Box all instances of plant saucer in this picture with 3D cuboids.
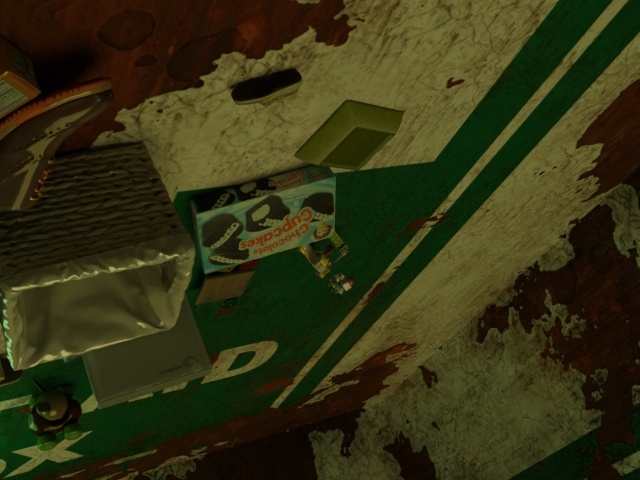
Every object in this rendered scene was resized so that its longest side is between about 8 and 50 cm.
[{"bbox_3d":[0.070,-0.212,1.773,0.188,0.045,0.188,2,145,-45],"label":"plant saucer"}]

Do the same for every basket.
[{"bbox_3d":[-0.435,0.026,1.515,0.331,0.267,0.328,-12,154,-24],"label":"basket"}]

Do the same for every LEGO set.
[{"bbox_3d":[0.000,0.000,2.081,0.107,0.132,0.287,-39,128,-7],"label":"LEGO set"}]

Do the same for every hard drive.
[{"bbox_3d":[-0.389,0.142,1.686,0.232,0.353,0.047,-15,156,-21],"label":"hard drive"}]

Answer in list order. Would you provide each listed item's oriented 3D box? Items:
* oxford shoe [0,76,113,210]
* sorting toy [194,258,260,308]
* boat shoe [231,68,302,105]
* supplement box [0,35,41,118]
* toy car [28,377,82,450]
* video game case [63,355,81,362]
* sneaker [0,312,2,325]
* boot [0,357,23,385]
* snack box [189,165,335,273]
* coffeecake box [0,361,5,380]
[{"bbox_3d":[-0.456,-0.128,1.279,0.363,0.133,0.130,-30,-166,9],"label":"oxford shoe"},{"bbox_3d":[-0.250,0.099,2.112,0.132,0.046,0.274,-11,153,-29],"label":"sorting toy"},{"bbox_3d":[-0.096,-0.268,1.494,0.135,0.050,0.045,-18,150,-15],"label":"boat shoe"},{"bbox_3d":[-0.528,-0.198,1.197,0.233,0.078,0.080,-28,154,8],"label":"supplement box"},{"bbox_3d":[-0.755,0.462,2.271,0.148,0.155,0.188,-22,147,-7],"label":"toy car"},{"bbox_3d":[-0.487,0.166,1.957,0.269,0.061,0.244,-23,158,-31],"label":"video game case"},{"bbox_3d":[-0.627,0.174,1.784,0.129,0.147,0.330,-19,155,-12],"label":"sneaker"},{"bbox_3d":[-0.850,0.365,2.056,0.213,0.077,0.165,-10,152,-20],"label":"boot"},{"bbox_3d":[-0.123,-0.049,1.844,0.321,0.060,0.187,-17,138,-16],"label":"snack box"},{"bbox_3d":[-0.812,0.285,1.843,0.185,0.142,0.068,-31,156,14],"label":"coffeecake box"}]
